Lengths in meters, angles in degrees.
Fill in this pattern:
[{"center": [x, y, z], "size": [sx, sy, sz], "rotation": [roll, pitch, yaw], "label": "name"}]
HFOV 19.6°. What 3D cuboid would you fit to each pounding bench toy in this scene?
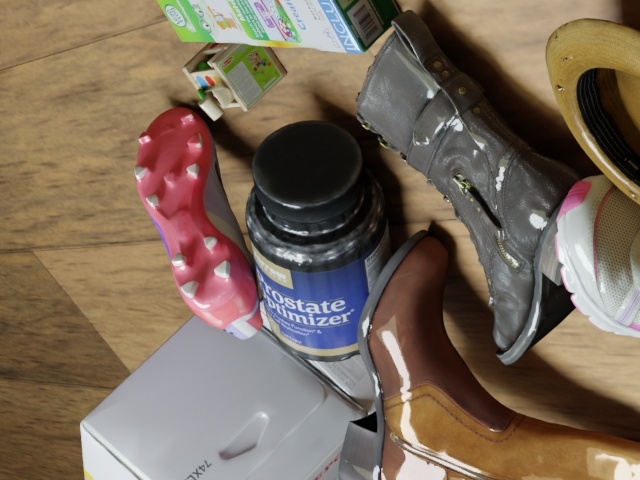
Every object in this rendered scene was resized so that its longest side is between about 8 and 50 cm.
[{"center": [-0.086, -0.135, 1.580], "size": [0.065, 0.083, 0.052], "rotation": [1, 131, 57], "label": "pounding bench toy"}]

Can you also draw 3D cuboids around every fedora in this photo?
[{"center": [0.230, -0.085, 1.164], "size": [0.194, 0.079, 0.194], "rotation": [43, 164, 16], "label": "fedora"}]

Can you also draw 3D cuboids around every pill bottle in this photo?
[{"center": [0.000, 0.000, 1.613], "size": [0.122, 0.123, 0.219], "rotation": [32, 153, 27], "label": "pill bottle"}]

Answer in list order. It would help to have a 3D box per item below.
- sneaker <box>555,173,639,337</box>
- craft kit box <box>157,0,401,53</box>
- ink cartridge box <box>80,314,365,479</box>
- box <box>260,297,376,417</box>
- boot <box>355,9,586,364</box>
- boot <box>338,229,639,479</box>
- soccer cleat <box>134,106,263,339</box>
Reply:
[{"center": [0.271, 0.039, 1.277], "size": [0.252, 0.103, 0.111], "rotation": [39, 154, -19], "label": "sneaker"}, {"center": [-0.083, -0.259, 1.418], "size": [0.246, 0.061, 0.250], "rotation": [9, 138, 49], "label": "craft kit box"}, {"center": [-0.099, 0.230, 1.828], "size": [0.197, 0.198, 0.270], "rotation": [39, 154, 16], "label": "ink cartridge box"}, {"center": [-0.012, 0.134, 1.888], "size": [0.169, 0.087, 0.290], "rotation": [45, 156, 1], "label": "box"}, {"center": [0.117, -0.041, 1.430], "size": [0.229, 0.091, 0.263], "rotation": [43, 153, 18], "label": "boot"}, {"center": [0.161, 0.148, 1.573], "size": [0.280, 0.096, 0.264], "rotation": [19, 104, 26], "label": "boot"}, {"center": [-0.110, -0.018, 1.707], "size": [0.095, 0.083, 0.248], "rotation": [54, -168, -49], "label": "soccer cleat"}]
